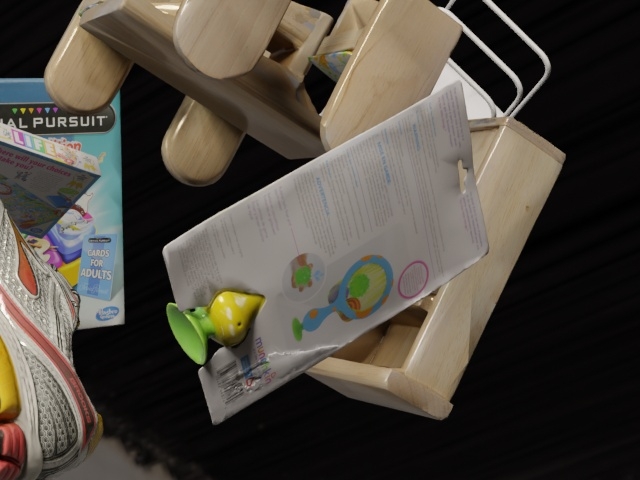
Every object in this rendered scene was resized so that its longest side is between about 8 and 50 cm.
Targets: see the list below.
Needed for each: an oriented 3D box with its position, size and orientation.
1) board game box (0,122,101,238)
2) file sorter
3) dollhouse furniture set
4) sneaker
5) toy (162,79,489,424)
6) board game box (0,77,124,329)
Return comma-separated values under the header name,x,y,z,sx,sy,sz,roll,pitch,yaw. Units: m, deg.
name,x,y,z,sx,sy,sz,roll,pitch,yaw
board game box,-0.300,-0.060,1.385,0.154,0.103,0.026,20,38,-43
file sorter,0.153,-0.193,2.023,0.193,0.173,0.277,46,57,6
dollhouse furniture set,-0.032,-0.058,1.221,0.394,0.362,0.256,31,77,-23
sneaker,-0.181,0.029,0.761,0.092,0.088,0.225,10,51,-52
toy,0.000,0.000,0.939,0.237,0.056,0.137,-33,127,-29
board game box,-0.388,-0.046,1.921,0.253,0.079,0.336,-5,99,-35
